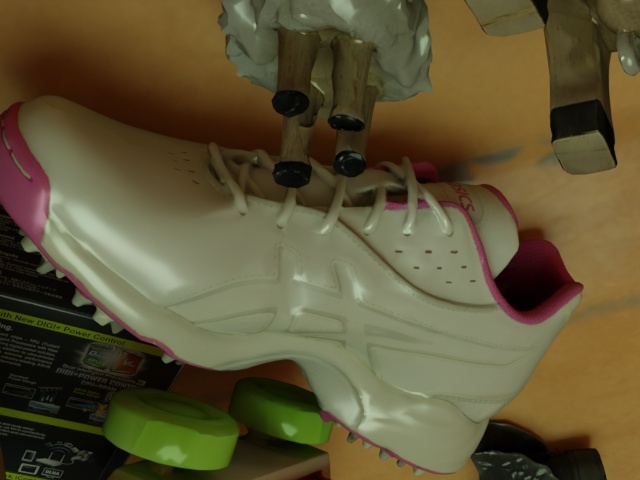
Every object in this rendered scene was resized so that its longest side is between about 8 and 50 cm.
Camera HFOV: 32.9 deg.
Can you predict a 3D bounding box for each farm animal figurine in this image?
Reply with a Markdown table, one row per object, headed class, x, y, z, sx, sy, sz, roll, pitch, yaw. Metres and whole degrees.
| class | x | y | z | sx | sy | sz | roll | pitch | yaw |
| --- | --- | --- | --- | --- | --- | --- | --- | --- | --- |
| farm animal figurine | 0.106 | -0.155 | 0.309 | 0.330 | 0.172 | 0.327 | -1 | 155 | 9 |

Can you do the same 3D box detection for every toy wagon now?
| class | x | y | z | sx | sy | sz | roll | pitch | yaw |
| --- | --- | --- | --- | --- | --- | --- | --- | --- | --- |
| toy wagon | -0.056 | 0.204 | 0.547 | 0.068 | 0.344 | 0.267 | 18 | 93 | 22 |

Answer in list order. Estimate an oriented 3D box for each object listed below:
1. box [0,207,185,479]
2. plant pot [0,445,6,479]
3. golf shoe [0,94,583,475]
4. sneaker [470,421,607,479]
| class | x | y | z | sx | sy | sz | roll | pitch | yaw |
| --- | --- | --- | --- | --- | --- | --- | --- | --- | --- |
| box | -0.225 | 0.068 | 0.539 | 0.270 | 0.060 | 0.216 | 16 | 127 | -22 |
| plant pot | -0.217 | 0.109 | 0.428 | 0.237 | 0.237 | 0.110 | -21 | 169 | 10 |
| golf shoe | 0.000 | 0.000 | 0.490 | 0.140 | 0.115 | 0.306 | -45 | 131 | 17 |
| sneaker | 0.136 | 0.182 | 0.703 | 0.089 | 0.051 | 0.170 | -7 | 128 | -2 |
